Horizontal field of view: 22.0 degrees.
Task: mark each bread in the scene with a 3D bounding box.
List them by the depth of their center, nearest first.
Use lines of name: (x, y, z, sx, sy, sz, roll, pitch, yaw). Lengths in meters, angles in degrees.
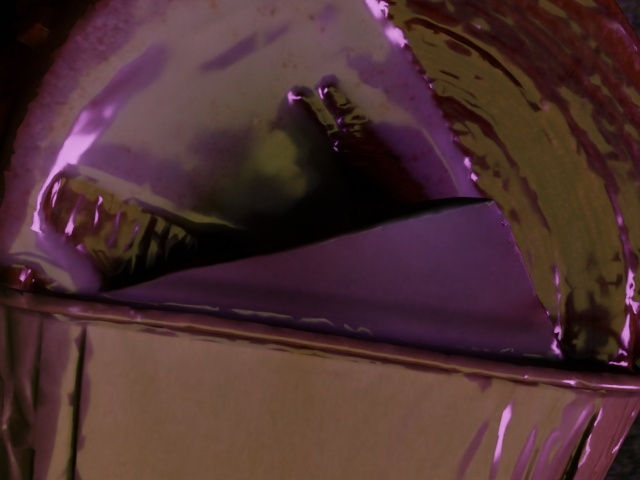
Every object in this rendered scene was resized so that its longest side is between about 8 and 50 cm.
bread: (0.000, 0.000, 0.472, 0.224, 0.142, 0.212, 8, 104, -16)
